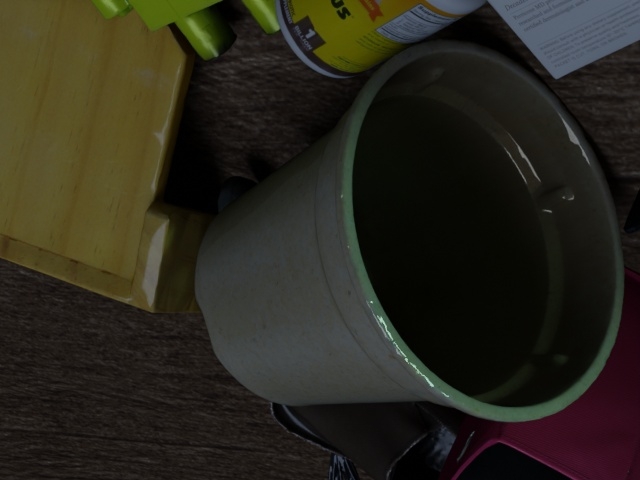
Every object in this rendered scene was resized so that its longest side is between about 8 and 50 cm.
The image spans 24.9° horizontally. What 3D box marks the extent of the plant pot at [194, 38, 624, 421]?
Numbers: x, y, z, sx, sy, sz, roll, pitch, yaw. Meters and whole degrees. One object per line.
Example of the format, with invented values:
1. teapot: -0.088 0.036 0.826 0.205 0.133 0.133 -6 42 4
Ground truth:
1. plant pot: 0.055 0.024 1.341 0.334 0.334 0.305 45 142 -19

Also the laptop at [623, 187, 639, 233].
1. laptop: 0.309 -0.163 1.034 0.136 0.234 0.264 44 141 -16

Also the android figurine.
1. android figurine: -0.140 -0.290 1.321 0.248 0.056 0.273 -14 124 37

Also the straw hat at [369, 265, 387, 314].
1. straw hat: 0.128 0.031 1.510 0.144 0.144 0.061 1 176 32

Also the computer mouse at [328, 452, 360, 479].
1. computer mouse: 0.120 0.240 1.769 0.262 0.060 0.184 -3 112 30

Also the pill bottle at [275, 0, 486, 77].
1. pill bottle: 0.067 -0.225 1.219 0.117 0.117 0.215 45 140 -19

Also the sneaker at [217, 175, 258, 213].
1. sneaker: 0.000 0.000 1.558 0.132 0.086 0.229 -12 137 35

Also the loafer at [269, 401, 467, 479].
1. loafer: 0.093 0.217 1.656 0.366 0.130 0.134 15 115 21

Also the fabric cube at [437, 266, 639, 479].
1. fabric cube: 0.280 0.213 1.461 0.259 0.258 0.254 28 143 2

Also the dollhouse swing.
1. dollhouse swing: -0.265 -0.118 1.606 0.346 0.305 0.315 18 -178 15

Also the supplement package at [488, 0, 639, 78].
1. supplement package: 0.166 -0.297 1.023 0.293 0.177 0.175 45 141 -19
